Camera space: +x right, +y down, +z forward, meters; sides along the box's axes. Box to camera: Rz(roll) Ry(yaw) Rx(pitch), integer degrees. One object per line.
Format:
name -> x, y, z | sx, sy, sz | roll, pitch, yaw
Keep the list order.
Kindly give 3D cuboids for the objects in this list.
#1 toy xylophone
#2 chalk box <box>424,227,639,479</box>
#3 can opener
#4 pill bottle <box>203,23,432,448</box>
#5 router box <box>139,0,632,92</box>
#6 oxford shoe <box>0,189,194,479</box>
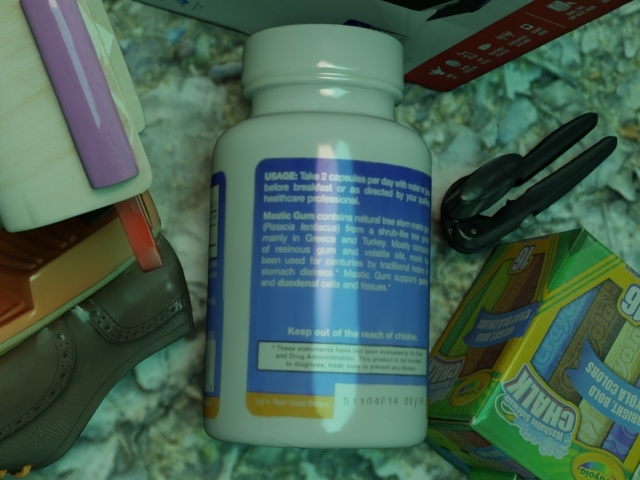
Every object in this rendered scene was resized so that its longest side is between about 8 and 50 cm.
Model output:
toy xylophone -> -0.162, -0.115, 0.675 | 0.081, 0.323, 0.236 | -21, 111, -4
chalk box -> 0.152, 0.117, 0.873 | 0.132, 0.132, 0.213 | 38, 72, -14
can opener -> 0.165, -0.046, 0.935 | 0.186, 0.073, 0.059 | -27, 87, -30
pill bottle -> 0.000, 0.000, 0.815 | 0.152, 0.152, 0.272 | 4, 84, -21
router box -> 0.027, -0.203, 0.748 | 0.301, 0.335, 0.082 | 13, 80, -18
oxford shoe -> -0.222, 0.111, 0.724 | 0.363, 0.130, 0.133 | -37, 120, -22
